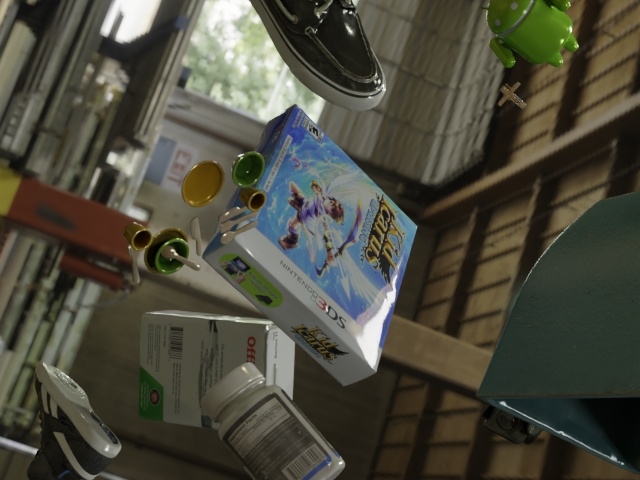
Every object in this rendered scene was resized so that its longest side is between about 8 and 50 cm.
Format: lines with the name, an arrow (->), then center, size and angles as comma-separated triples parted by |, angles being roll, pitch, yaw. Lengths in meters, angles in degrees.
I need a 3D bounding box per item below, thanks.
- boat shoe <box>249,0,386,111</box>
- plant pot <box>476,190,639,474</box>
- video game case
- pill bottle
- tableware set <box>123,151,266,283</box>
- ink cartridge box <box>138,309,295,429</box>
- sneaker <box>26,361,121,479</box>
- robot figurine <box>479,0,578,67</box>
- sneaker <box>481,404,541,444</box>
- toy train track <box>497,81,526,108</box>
boat shoe -> -0.012, -0.215, 0.918 | 0.078, 0.219, 0.070 | -34, 173, -32
plant pot -> 0.353, 0.084, 1.034 | 0.247, 0.248, 0.252 | -15, -128, 59
video game case -> 0.000, 0.000, 1.252 | 0.061, 0.244, 0.269 | -28, -152, 37
pill bottle -> -0.048, 0.189, 0.979 | 0.078, 0.137, 0.078 | -39, 164, -13
tableware set -> -0.113, -0.022, 0.951 | 0.024, 0.154, 0.104 | 35, -41, 40
ink cartridge box -> -0.143, 0.180, 1.413 | 0.087, 0.208, 0.153 | 0, 93, -62
sneaker -> -0.369, 0.264, 1.398 | 0.121, 0.079, 0.217 | -51, -135, -2
robot figurine -> 0.236, -0.245, 1.150 | 0.101, 0.115, 0.067 | -45, -157, 29
sneaker -> 0.284, 0.189, 1.376 | 0.130, 0.087, 0.227 | -41, 144, -41
toy train track -> 0.312, -0.236, 1.665 | 0.048, 0.083, 0.014 | -48, -127, 14
